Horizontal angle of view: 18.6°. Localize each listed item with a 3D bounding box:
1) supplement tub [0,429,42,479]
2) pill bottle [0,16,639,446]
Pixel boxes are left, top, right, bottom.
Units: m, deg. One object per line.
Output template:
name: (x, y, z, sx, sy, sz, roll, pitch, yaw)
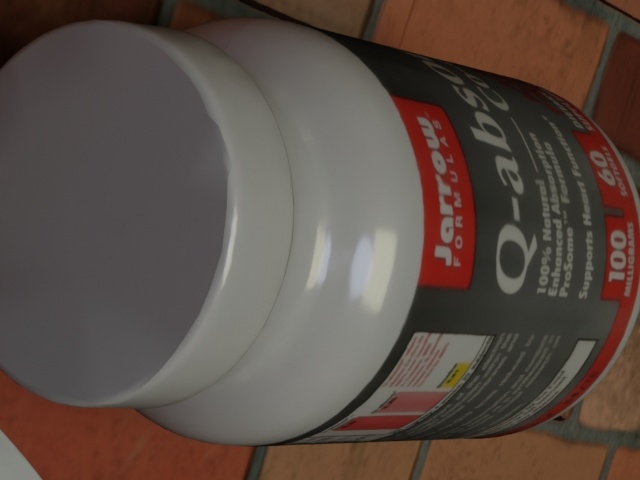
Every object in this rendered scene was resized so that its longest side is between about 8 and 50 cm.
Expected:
supplement tub: (-0.258, 0.196, 0.716, 0.325, 0.235, 0.235, -45, 138, -33)
pill bottle: (0.000, 0.000, 0.998, 0.363, 0.210, 0.210, 5, 101, -55)
